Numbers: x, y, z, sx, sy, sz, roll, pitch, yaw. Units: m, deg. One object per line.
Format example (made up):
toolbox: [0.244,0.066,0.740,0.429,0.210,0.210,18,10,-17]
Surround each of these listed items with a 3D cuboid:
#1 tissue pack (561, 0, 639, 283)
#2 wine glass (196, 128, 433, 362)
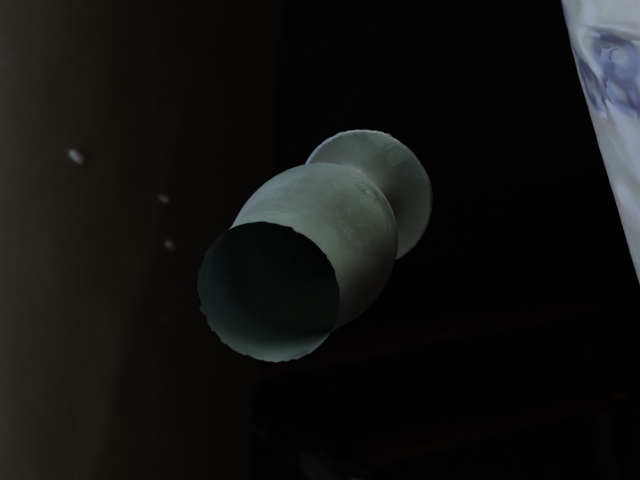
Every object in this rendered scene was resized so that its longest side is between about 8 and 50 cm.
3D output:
tissue pack: [0.210,0.043,0.433,0.125,0.242,0.343,-32,-60,-20]
wine glass: [0.000,0.000,0.844,0.202,0.093,0.093,-42,-36,-68]
